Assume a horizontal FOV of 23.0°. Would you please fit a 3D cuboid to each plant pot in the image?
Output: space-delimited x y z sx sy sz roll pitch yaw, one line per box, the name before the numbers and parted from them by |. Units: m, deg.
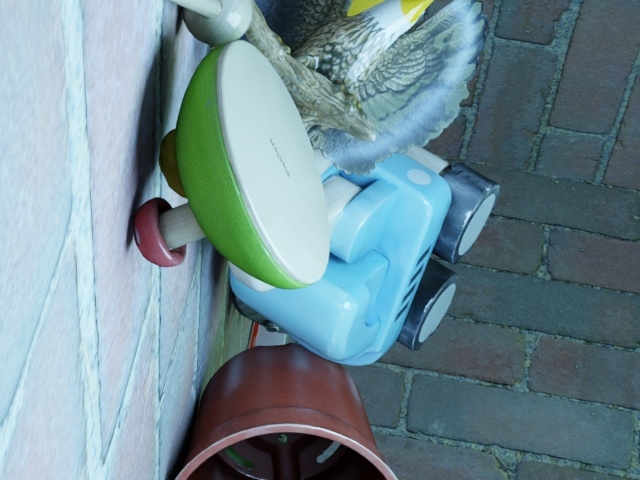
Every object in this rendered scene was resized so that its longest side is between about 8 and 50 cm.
plant pot | -0.042 0.264 1.793 0.265 0.272 0.272 -96 -166 -67

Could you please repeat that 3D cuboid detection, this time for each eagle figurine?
eagle figurine | 0.019 -0.167 1.379 0.298 0.225 0.226 -60 148 -65

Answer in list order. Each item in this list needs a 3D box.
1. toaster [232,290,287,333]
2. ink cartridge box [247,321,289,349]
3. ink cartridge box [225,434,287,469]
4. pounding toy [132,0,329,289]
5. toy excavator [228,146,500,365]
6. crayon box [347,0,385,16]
toaster | -0.018 0.009 2.085 0.146 0.129 0.227 -15 -125 46
ink cartridge box | -0.098 0.225 2.709 0.239 0.060 0.275 99 2 -70
ink cartridge box | -0.099 0.266 2.043 0.209 0.109 0.062 -66 166 -81
pounding toy | -0.087 -0.066 1.132 0.183 0.110 0.237 -34 106 -72
toy excavator | 0.000 0.000 1.664 0.445 0.222 0.433 -41 156 -47
crayon box | 0.030 -0.341 1.815 0.318 0.081 0.202 -99 -172 -61
